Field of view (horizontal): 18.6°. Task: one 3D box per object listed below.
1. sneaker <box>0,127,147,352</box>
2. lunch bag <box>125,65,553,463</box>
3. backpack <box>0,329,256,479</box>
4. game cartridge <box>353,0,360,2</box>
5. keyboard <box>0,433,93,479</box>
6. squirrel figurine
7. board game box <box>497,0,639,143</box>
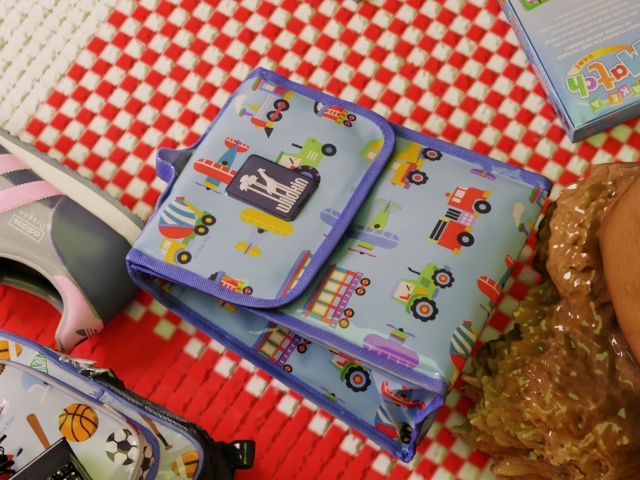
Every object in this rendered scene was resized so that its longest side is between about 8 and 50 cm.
[{"bbox_3d":[-0.294,-0.027,1.635,0.319,0.112,0.131,29,71,14],"label":"sneaker"},{"bbox_3d":[0.000,0.000,1.559,0.293,0.138,0.221,27,59,5],"label":"lunch bag"},{"bbox_3d":[-0.236,0.199,1.506,0.263,0.213,0.276,27,76,23],"label":"backpack"},{"bbox_3d":[0.040,-0.256,1.756,0.056,0.017,0.083,33,74,10],"label":"game cartridge"},{"bbox_3d":[-0.248,0.213,1.379,0.192,0.038,0.100,-38,73,2],"label":"keyboard"},{"bbox_3d":[0.303,0.126,1.483,0.397,0.281,0.370,4,95,48],"label":"squirrel figurine"},{"bbox_3d":[0.247,-0.208,1.714,0.160,0.039,0.211,-22,69,-5],"label":"board game box"}]
